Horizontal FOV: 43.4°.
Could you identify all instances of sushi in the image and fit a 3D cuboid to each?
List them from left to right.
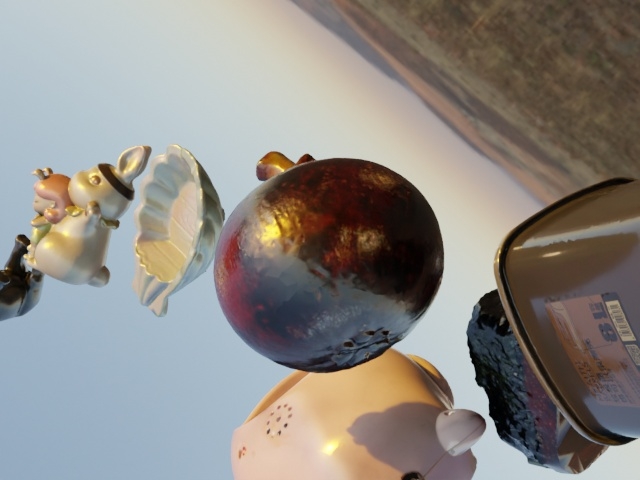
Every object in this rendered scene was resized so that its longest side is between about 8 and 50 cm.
[{"bbox_3d":[0.249,0.149,0.894,0.126,0.136,0.225,28,146,48],"label":"sushi"}]

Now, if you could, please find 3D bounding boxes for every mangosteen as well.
[{"bbox_3d":[0.000,0.000,0.823,0.235,0.235,0.261,27,-146,-51],"label":"mangosteen"}]

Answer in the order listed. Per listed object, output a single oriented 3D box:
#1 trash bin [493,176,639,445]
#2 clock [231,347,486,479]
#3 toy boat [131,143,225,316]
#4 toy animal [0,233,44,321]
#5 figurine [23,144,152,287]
[{"bbox_3d":[0.263,0.049,0.622,0.209,0.182,0.290,64,169,3],"label":"trash bin"},{"bbox_3d":[0.042,0.292,1.130,0.250,0.368,0.377,54,163,-5],"label":"clock"},{"bbox_3d":[-0.236,-0.017,1.359,0.100,0.290,0.199,4,-153,-42],"label":"toy boat"},{"bbox_3d":[-0.510,0.086,1.216,0.245,0.146,0.114,-10,-131,-50],"label":"toy animal"},{"bbox_3d":[-0.227,-0.035,0.760,0.098,0.146,0.081,18,-171,-23],"label":"figurine"}]
